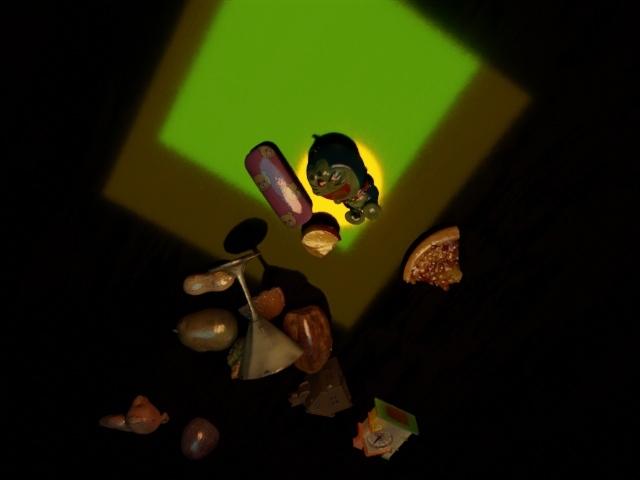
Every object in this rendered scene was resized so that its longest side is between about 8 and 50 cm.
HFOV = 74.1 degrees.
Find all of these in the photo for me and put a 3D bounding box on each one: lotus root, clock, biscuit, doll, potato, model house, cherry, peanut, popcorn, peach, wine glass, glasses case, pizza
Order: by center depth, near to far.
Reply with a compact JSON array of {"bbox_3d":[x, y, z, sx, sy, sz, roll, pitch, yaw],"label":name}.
[{"bbox_3d":[0.075,-0.204,1.433,0.198,0.186,0.322,-14,136,39],"label":"doll"},{"bbox_3d":[-0.145,-0.186,1.495,0.123,0.076,0.317,-30,110,11],"label":"glasses case"},{"bbox_3d":[-0.239,0.257,1.527,0.266,0.267,0.407,-18,93,8],"label":"wine glass"},{"bbox_3d":[-0.001,-0.008,1.550,0.151,0.119,0.151,24,154,12],"label":"peach"},{"bbox_3d":[0.455,0.093,1.609,0.228,0.081,0.289,40,106,-15],"label":"pizza"},{"bbox_3d":[-0.431,0.161,1.641,0.206,0.087,0.087,-12,113,4],"label":"peanut"},{"bbox_3d":[-0.457,0.357,1.691,0.251,0.159,0.175,-1,87,-12],"label":"potato"},{"bbox_3d":[-0.043,0.396,1.703,0.193,0.193,0.291,-7,108,3],"label":"lotus root"},{"bbox_3d":[-0.225,0.270,1.719,0.206,0.025,0.126,-30,109,14],"label":"biscuit"},{"bbox_3d":[-0.305,0.479,1.738,0.179,0.180,0.170,-25,78,11],"label":"popcorn"},{"bbox_3d":[-0.008,0.648,1.777,0.243,0.211,0.205,-20,110,3],"label":"model house"},{"bbox_3d":[-0.849,0.777,1.899,0.303,0.156,0.201,-8,156,23],"label":"doll"},{"bbox_3d":[-0.548,0.894,1.917,0.140,0.176,0.176,-24,115,44],"label":"cherry"},{"bbox_3d":[0.280,0.880,1.934,0.219,0.106,0.255,28,111,-11],"label":"clock"}]
